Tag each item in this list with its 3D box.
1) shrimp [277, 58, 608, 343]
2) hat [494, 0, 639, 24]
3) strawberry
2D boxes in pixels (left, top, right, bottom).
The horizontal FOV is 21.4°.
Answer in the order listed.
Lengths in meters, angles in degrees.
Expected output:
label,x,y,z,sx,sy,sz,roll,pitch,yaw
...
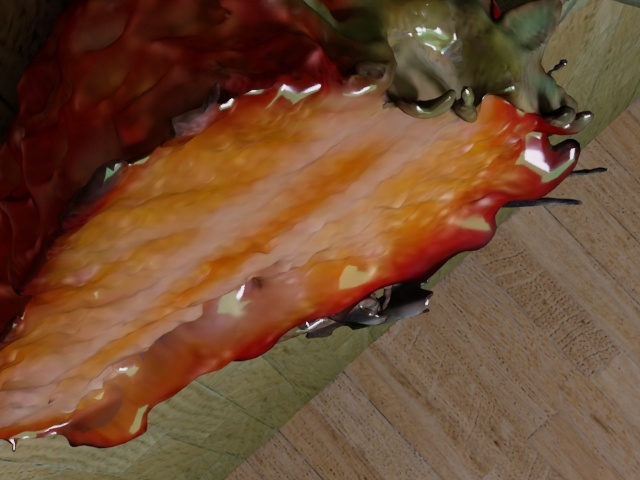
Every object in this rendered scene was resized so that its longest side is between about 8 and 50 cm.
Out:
label,x,y,z,sx,sy,sz,roll,pitch,yaw
shrimp,0.001,-0.006,0.930,0.343,0.116,0.145,-22,169,35
hat,0.169,-0.164,0.799,0.252,0.110,0.252,-157,-90,-85
strawberry,-0.037,-0.042,0.715,0.253,0.150,0.280,-10,155,-34
